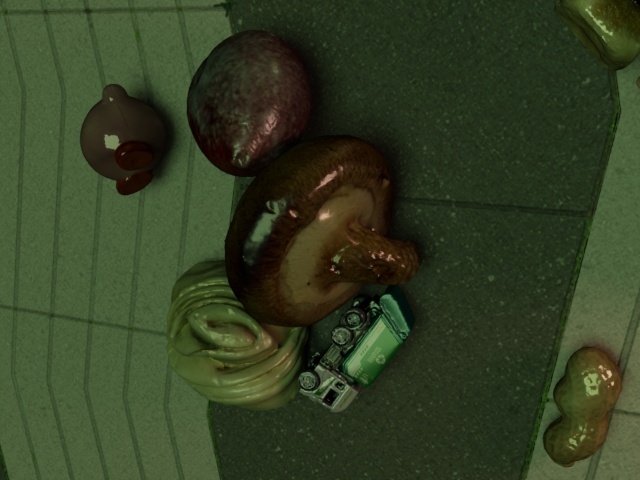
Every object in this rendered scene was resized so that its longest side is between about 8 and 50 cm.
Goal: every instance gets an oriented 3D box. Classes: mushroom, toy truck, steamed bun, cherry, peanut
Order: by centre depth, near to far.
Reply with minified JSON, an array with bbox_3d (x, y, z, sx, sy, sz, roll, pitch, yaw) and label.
[{"bbox_3d":[0.440,-0.343,1.291,0.155,0.172,0.141,-42,93,11],"label":"steamed bun"},{"bbox_3d":[0.432,0.281,1.491,0.104,0.085,0.228,21,114,31],"label":"peanut"},{"bbox_3d":[-0.016,-0.010,1.522,0.239,0.345,0.345,7,109,55],"label":"mushroom"},{"bbox_3d":[-0.124,-0.229,1.551,0.230,0.300,0.203,-27,135,30],"label":"cherry"},{"bbox_3d":[0.067,0.192,1.627,0.124,0.114,0.253,35,106,4],"label":"toy truck"},{"bbox_3d":[-0.175,0.192,1.709,0.276,0.203,0.289,-7,101,28],"label":"steamed bun"}]

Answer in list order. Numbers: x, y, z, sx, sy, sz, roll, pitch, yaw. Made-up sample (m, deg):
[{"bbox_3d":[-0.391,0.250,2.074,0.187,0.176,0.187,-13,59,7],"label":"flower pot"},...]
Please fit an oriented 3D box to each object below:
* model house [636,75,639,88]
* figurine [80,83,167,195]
[{"bbox_3d":[0.554,-0.239,1.167,0.202,0.237,0.237,-44,55,-7],"label":"model house"},{"bbox_3d":[-0.381,-0.199,1.735,0.173,0.173,0.173,7,107,25],"label":"figurine"}]
